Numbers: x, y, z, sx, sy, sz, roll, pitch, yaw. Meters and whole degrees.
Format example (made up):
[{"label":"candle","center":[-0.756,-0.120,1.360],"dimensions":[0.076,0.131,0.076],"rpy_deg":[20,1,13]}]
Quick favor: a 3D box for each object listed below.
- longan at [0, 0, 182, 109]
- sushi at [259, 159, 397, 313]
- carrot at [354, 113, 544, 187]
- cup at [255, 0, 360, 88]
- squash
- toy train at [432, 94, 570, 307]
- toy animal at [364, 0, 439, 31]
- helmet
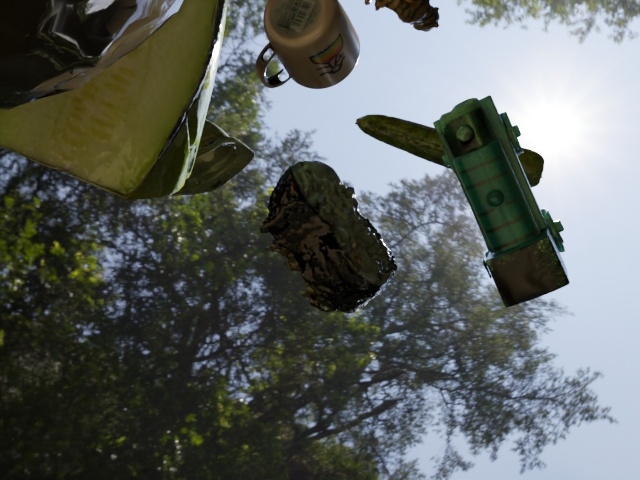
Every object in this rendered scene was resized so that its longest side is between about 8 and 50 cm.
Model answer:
[{"label":"longan","center":[-0.210,-0.303,0.324],"dimensions":[0.404,0.436,0.404],"rpy_deg":[-22,-145,16]},{"label":"sushi","center":[0.000,0.000,0.889],"dimensions":[0.115,0.147,0.212],"rpy_deg":[-39,-101,31]},{"label":"carrot","center":[0.233,-0.171,1.203],"dimensions":[0.358,0.074,0.074],"rpy_deg":[17,-89,11]},{"label":"cup","center":[-0.048,-0.457,1.491],"dimensions":[0.253,0.200,0.191],"rpy_deg":[-37,-108,7]},{"label":"squash","center":[-0.223,-0.243,0.757],"dimensions":[0.233,0.210,0.309],"rpy_deg":[23,-64,9]},{"label":"toy train","center":[0.255,-0.061,0.918],"dimensions":[0.120,0.194,0.298],"rpy_deg":[-24,-89,20]},{"label":"toy animal","center":[0.133,-0.450,1.020],"dimensions":[0.116,0.114,0.255],"rpy_deg":[8,-49,14]},{"label":"helmet","center":[-0.275,-0.193,1.361],"dimensions":[0.204,0.257,0.137],"rpy_deg":[-35,-100,23]}]
